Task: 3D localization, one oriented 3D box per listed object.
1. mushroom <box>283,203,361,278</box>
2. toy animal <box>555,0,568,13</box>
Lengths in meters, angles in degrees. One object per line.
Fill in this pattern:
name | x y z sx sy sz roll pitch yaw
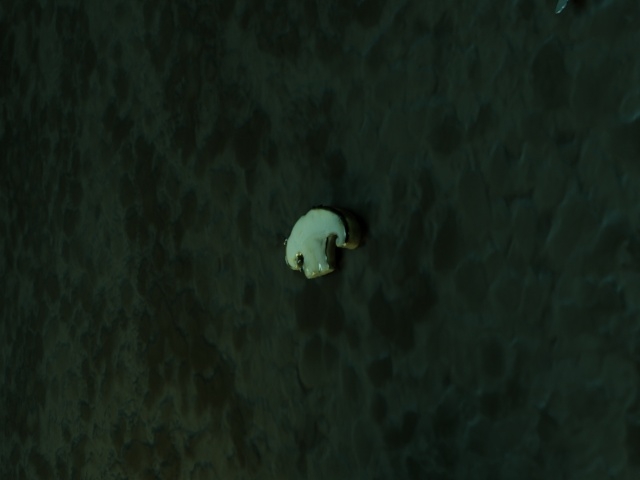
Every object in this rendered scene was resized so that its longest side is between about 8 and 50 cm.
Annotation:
mushroom | 0.000 0.000 0.963 0.101 0.019 0.049 -21 72 60
toy animal | 0.128 -0.169 0.731 0.050 0.028 0.084 31 117 46
